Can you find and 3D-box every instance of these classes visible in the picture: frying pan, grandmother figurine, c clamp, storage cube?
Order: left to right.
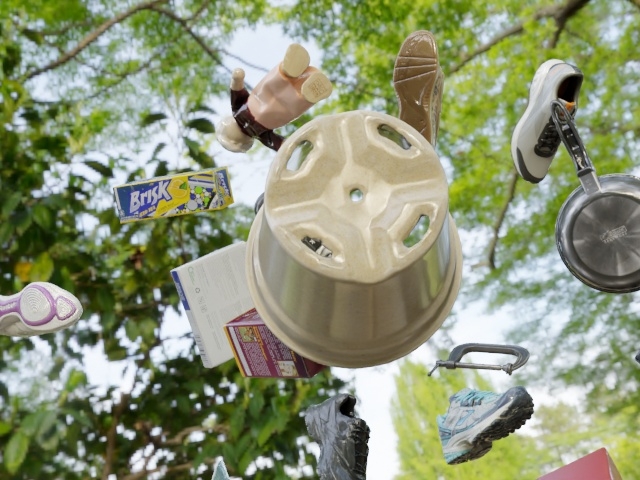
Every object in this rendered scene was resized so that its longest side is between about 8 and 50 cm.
[{"bbox_3d":[-0.111,-0.262,1.695,0.104,0.207,0.342,-35,7,-36],"label":"grandmother figurine"},{"bbox_3d":[0.279,0.212,1.438,0.161,0.022,0.137,-2,17,21],"label":"c clamp"},{"bbox_3d":[0.541,0.563,1.675,0.215,0.183,0.193,-32,-4,17],"label":"storage cube"},{"bbox_3d":[0.472,-0.073,1.333,0.197,0.326,0.053,-2,6,27],"label":"frying pan"}]

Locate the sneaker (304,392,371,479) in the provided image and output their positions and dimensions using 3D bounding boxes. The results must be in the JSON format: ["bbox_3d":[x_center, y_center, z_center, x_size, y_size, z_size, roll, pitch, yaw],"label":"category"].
[{"bbox_3d":[0.058,0.459,1.824,0.130,0.286,0.109,-37,-40,18],"label":"sneaker"}]

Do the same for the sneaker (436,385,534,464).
[{"bbox_3d":[0.302,0.337,1.612,0.110,0.122,0.283,-5,-32,-29],"label":"sneaker"}]

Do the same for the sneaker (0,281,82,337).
[{"bbox_3d":[-0.669,0.168,1.955,0.305,0.114,0.152,-5,-17,26],"label":"sneaker"}]

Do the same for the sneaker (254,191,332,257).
[{"bbox_3d":[0.000,0.000,1.841,0.330,0.146,0.122,36,-84,-27],"label":"sneaker"}]

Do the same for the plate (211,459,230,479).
[{"bbox_3d":[-0.193,0.511,1.562,0.024,0.188,0.188,8,-24,4],"label":"plate"}]

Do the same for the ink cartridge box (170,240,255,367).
[{"bbox_3d":[-0.182,0.125,1.756,0.224,0.223,0.045,-22,8,-34],"label":"ink cartridge box"}]

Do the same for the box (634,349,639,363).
[{"bbox_3d":[0.600,0.139,1.208,0.059,0.183,0.232,3,-59,-43],"label":"box"}]

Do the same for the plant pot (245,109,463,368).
[{"bbox_3d":[0.045,-0.014,1.126,0.334,0.333,0.305,-13,-17,-2],"label":"plant pot"}]

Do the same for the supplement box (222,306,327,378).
[{"bbox_3d":[-0.067,0.167,1.387,0.081,0.104,0.188,-28,12,-39],"label":"supplement box"}]

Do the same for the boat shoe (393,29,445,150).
[{"bbox_3d":[0.226,-0.328,1.880,0.105,0.285,0.089,5,2,27],"label":"boat shoe"}]

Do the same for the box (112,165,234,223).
[{"bbox_3d":[-0.216,-0.067,1.219,0.169,0.059,0.054,-7,10,20],"label":"box"}]

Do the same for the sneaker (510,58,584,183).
[{"bbox_3d":[0.491,-0.253,1.788,0.100,0.271,0.108,7,13,-25],"label":"sneaker"}]
